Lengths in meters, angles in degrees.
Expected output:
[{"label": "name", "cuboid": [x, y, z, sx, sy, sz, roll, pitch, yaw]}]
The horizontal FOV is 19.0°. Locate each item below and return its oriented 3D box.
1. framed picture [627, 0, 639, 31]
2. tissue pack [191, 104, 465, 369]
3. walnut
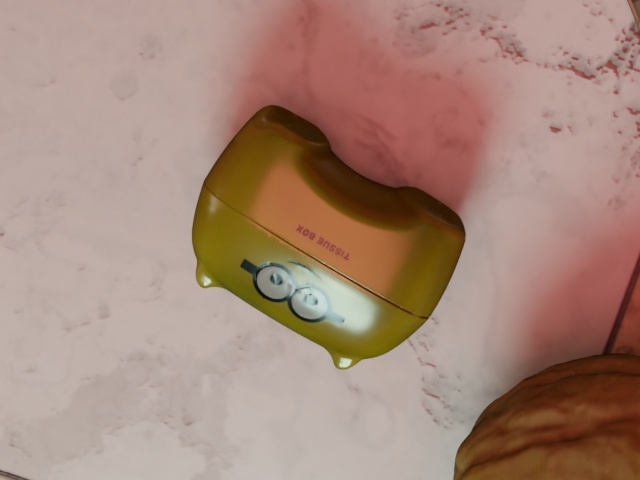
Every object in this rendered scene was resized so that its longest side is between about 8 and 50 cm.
[{"label": "framed picture", "cuboid": [0.292, -0.209, 1.273, 0.201, 0.010, 0.136, -20, 100, 22]}, {"label": "tissue pack", "cuboid": [0.000, 0.000, 1.307, 0.178, 0.123, 0.127, 32, 103, -2]}, {"label": "walnut", "cuboid": [0.206, 0.187, 1.282, 0.257, 0.257, 0.224, -15, 132, 8]}]
